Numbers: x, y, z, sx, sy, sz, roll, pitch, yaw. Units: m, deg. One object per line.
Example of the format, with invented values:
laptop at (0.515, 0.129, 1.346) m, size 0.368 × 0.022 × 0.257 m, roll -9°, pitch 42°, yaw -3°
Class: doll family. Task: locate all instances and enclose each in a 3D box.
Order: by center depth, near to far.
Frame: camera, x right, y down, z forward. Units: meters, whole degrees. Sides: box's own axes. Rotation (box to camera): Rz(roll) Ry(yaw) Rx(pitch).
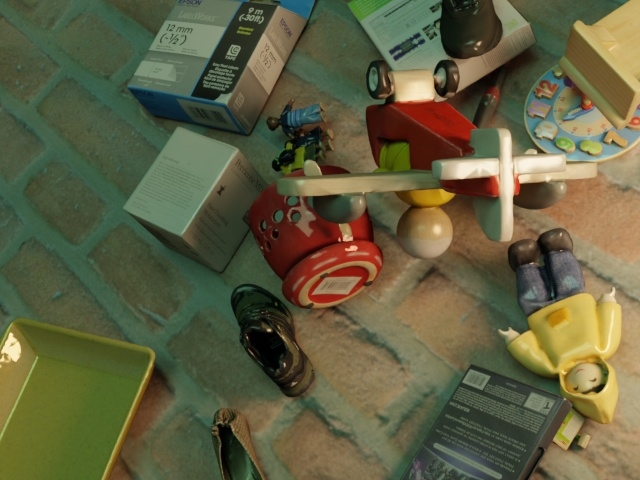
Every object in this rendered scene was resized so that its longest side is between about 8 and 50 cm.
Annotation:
doll family at (-0.040, -0.167, 1.713) m, size 0.111 × 0.076 × 0.192 m, roll -13°, pitch 53°, yaw 22°

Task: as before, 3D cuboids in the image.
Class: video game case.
video game case at (0.203, 0.310, 1.309) m, size 0.274 × 0.026 × 0.196 m, roll -57°, pitch 29°, yaw -12°

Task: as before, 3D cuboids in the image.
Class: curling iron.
curling iron at (0.276, -0.238, 1.630) m, size 0.068 × 0.035 × 0.273 m, roll 1°, pitch 63°, yaw 29°

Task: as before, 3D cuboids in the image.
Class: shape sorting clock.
shape sorting clock at (0.432, -0.215, 1.543) m, size 0.206 × 0.040 × 0.206 m, roll -11°, pitch 59°, yaw 19°

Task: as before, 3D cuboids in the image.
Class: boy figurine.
boy figurine at (0.343, 0.128, 1.361) m, size 0.177 × 0.092 × 0.285 m, roll -17°, pitch 54°, yaw 12°

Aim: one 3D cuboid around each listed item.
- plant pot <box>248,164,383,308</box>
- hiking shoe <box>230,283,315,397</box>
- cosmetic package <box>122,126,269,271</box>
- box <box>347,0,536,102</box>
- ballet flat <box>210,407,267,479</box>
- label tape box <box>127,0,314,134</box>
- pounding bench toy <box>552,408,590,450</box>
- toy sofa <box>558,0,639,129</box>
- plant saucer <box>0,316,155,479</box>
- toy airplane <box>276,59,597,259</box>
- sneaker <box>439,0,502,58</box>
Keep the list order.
plant pot at (0.000, 0.000, 1.527) m, size 0.191 × 0.191 × 0.174 m, roll -29°, pitch 60°, yaw 7°
hiking shoe at (-0.088, 0.140, 1.531) m, size 0.086 × 0.114 × 0.227 m, roll -37°, pitch 54°, yaw 0°
cosmetic package at (-0.213, -0.073, 1.684) m, size 0.152 × 0.151 × 0.183 m, roll 23°, pitch 75°, yaw 32°
box at (0.208, -0.390, 1.709) m, size 0.232 × 0.058 × 0.322 m, roll -31°, pitch 48°, yaw 6°
ballet flat at (-0.117, 0.362, 1.453) m, size 0.084 × 0.058 × 0.249 m, roll -28°, pitch 55°, yaw 8°
label tape box at (-0.187, -0.395, 1.880) m, size 0.249 × 0.115 × 0.347 m, roll 14°, pitch 71°, yaw 30°
pounding bench toy at (0.326, 0.255, 1.323) m, size 0.052 × 0.083 × 0.065 m, roll -55°, pitch 24°, yaw -10°
toy sofa at (0.555, -0.327, 1.470) m, size 0.363 × 0.177 × 0.150 m, roll -34°, pitch 70°, yaw -7°
plant saucer at (-0.451, 0.318, 1.616) m, size 0.333 × 0.081 × 0.332 m, roll 9°, pitch 67°, yaw 28°
toy airplane at (0.181, -0.085, 1.396) m, size 0.386 × 0.272 × 0.384 m, roll 17°, pitch 29°, yaw 20°
sneaker at (0.236, -0.423, 1.590) m, size 0.109 × 0.130 × 0.286 m, roll -12°, pitch 53°, yaw 19°
